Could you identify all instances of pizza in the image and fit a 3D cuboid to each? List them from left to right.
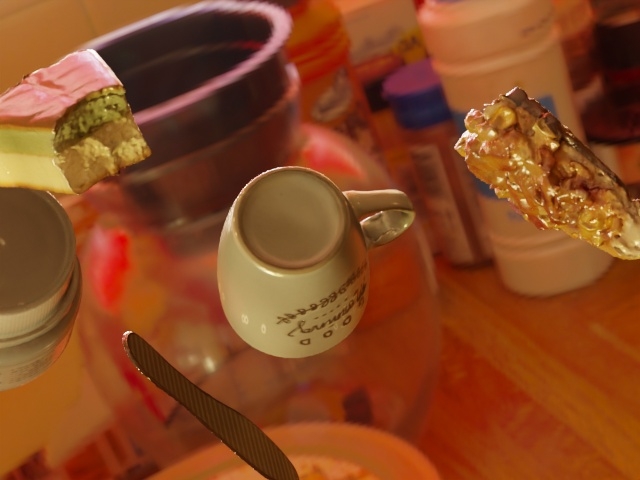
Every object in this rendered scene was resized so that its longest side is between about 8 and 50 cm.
[{"bbox_3d":[0.310,-0.091,1.956,0.114,0.278,0.409,-50,48,-4],"label":"pizza"}]

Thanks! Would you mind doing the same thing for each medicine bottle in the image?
[{"bbox_3d":[-0.451,0.059,1.942,0.245,0.245,0.306,-34,-10,-26],"label":"medicine bottle"}]

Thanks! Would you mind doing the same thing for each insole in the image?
[{"bbox_3d":[-0.103,0.172,1.385,0.005,0.253,0.086,-41,27,12],"label":"insole"}]

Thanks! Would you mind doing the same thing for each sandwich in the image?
[{"bbox_3d":[-0.286,-0.154,1.729,0.186,0.108,0.220,6,36,35],"label":"sandwich"}]

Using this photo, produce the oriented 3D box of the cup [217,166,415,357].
[{"bbox_3d":[0.000,0.000,1.661,0.258,0.234,0.186,-28,72,-12],"label":"cup"}]
